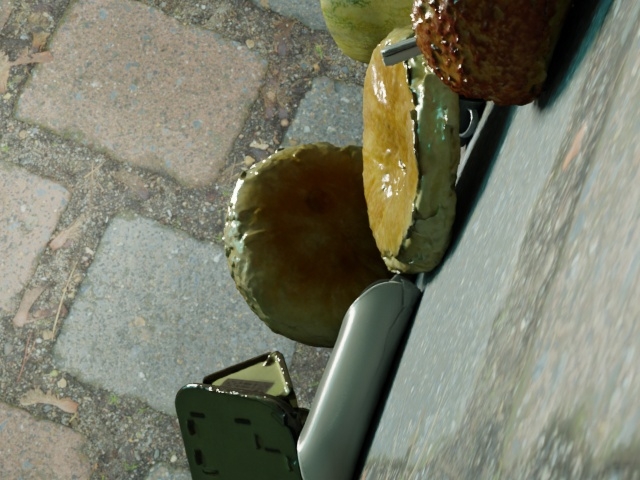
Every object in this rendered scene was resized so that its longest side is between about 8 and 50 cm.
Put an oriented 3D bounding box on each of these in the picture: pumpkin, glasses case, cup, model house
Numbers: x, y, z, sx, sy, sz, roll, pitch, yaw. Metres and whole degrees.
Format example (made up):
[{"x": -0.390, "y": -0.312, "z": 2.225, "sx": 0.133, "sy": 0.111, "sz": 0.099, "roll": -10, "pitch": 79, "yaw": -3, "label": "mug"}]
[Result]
[{"x": 0.120, "y": -0.401, "z": 1.467, "sx": 0.332, "sy": 0.199, "sz": 0.332, "roll": 16, "pitch": -109, "yaw": -55, "label": "pumpkin"}, {"x": 0.038, "y": 0.193, "z": 1.282, "sx": 0.128, "sy": 0.083, "sz": 0.308, "roll": 112, "pitch": 180, "yaw": -68, "label": "glasses case"}, {"x": 0.199, "y": -0.180, "z": 1.466, "sx": 0.100, "sy": 0.078, "sz": 0.077, "roll": -126, "pitch": 45, "yaw": -53, "label": "cup"}, {"x": -0.046, "y": 0.244, "z": 1.436, "sx": 0.278, "sy": 0.204, "sz": 0.218, "roll": -41, "pitch": -51, "yaw": -52, "label": "model house"}]

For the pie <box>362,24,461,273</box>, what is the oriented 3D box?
[{"x": 0.114, "y": -0.113, "z": 1.278, "sx": 0.339, "sy": 0.083, "sz": 0.340, "roll": 178, "pitch": 90, "yaw": -84, "label": "pie"}]

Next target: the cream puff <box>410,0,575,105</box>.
[{"x": 0.170, "y": -0.249, "z": 0.942, "sx": 0.240, "sy": 0.164, "sz": 0.240, "roll": 23, "pitch": -90, "yaw": -80, "label": "cream puff"}]

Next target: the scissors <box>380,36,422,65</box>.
[{"x": 0.166, "y": -0.240, "z": 1.121, "sx": 0.101, "sy": 0.204, "sz": 0.027, "roll": -65, "pitch": -45, "yaw": -75, "label": "scissors"}]

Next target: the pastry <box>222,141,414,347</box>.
[{"x": 0.000, "y": 0.000, "z": 1.482, "sx": 0.330, "sy": 0.329, "sz": 0.136, "roll": -68, "pitch": 7, "yaw": -25, "label": "pastry"}]
